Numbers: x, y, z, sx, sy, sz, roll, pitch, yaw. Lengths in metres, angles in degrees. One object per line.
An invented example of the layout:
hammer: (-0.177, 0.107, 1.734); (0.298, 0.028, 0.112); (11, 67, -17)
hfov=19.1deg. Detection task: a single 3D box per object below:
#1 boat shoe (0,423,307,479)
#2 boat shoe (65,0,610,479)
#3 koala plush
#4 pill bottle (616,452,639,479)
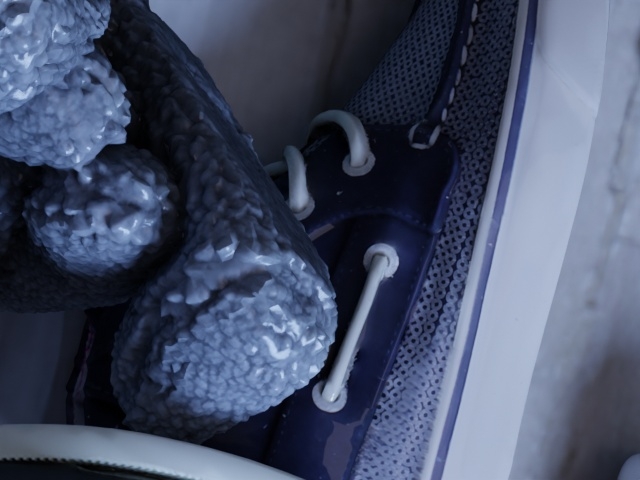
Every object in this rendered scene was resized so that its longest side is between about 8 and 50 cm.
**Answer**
boat shoe: (-0.130, 0.114, 0.547); (0.340, 0.127, 0.113); (15, 54, -23)
boat shoe: (0.000, 0.000, 0.707); (0.158, 0.127, 0.341); (14, 79, -9)
koala plush: (-0.144, -0.004, 0.618); (0.221, 0.203, 0.196); (-37, 122, 7)
pill bottle: (0.158, 0.210, 0.825); (0.121, 0.121, 0.216); (16, 92, -29)
